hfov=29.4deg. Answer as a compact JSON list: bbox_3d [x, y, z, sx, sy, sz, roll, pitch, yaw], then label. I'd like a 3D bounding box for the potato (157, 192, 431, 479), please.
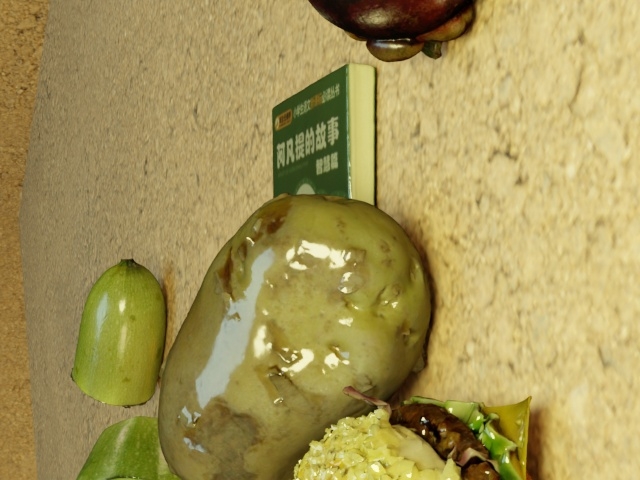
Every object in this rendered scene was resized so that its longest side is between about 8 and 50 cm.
[{"bbox_3d":[-0.028,0.077,0.877,0.262,0.165,0.165,-50,38,28],"label":"potato"}]

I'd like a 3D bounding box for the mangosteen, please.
[{"bbox_3d":[0.050,-0.174,0.797,0.140,0.140,0.140,-179,90,-70],"label":"mangosteen"}]

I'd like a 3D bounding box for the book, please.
[{"bbox_3d":[0.000,0.000,1.032,0.202,0.027,0.264,168,102,-70],"label":"book"}]

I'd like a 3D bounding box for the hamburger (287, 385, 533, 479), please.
[{"bbox_3d":[0.045,0.207,0.733,0.261,0.138,0.243,139,129,-63],"label":"hamburger"}]

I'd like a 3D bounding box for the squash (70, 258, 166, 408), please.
[{"bbox_3d":[-0.260,0.113,1.622,0.123,0.123,0.187,-131,51,-62],"label":"squash"}]

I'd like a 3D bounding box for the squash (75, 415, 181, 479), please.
[{"bbox_3d":[-0.206,0.286,1.405,0.123,0.170,0.170,-92,16,-46],"label":"squash"}]
